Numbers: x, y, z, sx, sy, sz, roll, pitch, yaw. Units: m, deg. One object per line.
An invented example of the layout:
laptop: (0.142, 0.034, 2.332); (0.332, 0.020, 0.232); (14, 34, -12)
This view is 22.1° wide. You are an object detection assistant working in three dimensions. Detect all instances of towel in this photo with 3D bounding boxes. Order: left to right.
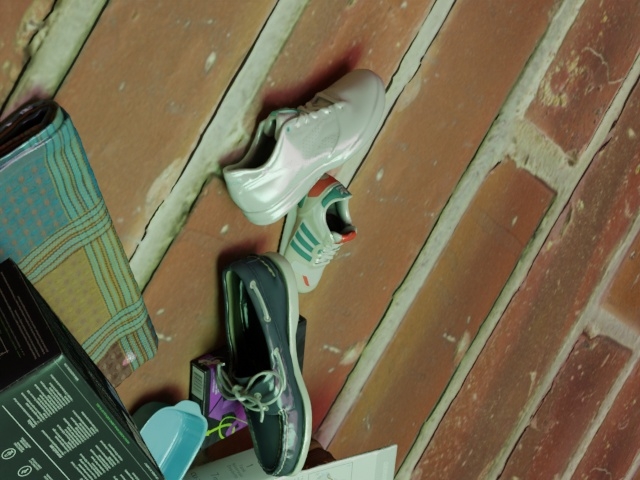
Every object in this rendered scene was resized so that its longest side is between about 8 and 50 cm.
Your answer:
towel: (-0.292, 0.071, 1.549); (0.271, 0.040, 0.370); (-42, 143, -22)

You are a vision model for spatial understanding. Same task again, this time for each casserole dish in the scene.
casserole dish: (-0.198, 0.252, 1.808); (0.114, 0.037, 0.188); (25, 95, -56)

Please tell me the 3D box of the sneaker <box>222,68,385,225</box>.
sneaker: (-0.017, -0.117, 1.729); (0.212, 0.080, 0.094); (-48, 133, -14)

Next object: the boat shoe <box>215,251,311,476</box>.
boat shoe: (-0.065, 0.141, 1.794); (0.079, 0.095, 0.255); (-13, 106, -44)

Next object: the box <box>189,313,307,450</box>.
box: (-0.083, 0.161, 1.890); (0.162, 0.029, 0.116); (-27, 135, -39)

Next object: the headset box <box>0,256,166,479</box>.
headset box: (-0.322, 0.195, 1.460); (0.283, 0.131, 0.246); (-33, 141, -4)

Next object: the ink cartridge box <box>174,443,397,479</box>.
ink cartridge box: (-0.046, 0.367, 1.977); (0.261, 0.066, 0.296); (-15, 131, -24)

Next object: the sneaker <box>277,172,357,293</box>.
sneaker: (0.000, 0.000, 1.830); (0.057, 0.075, 0.161); (-22, 131, -41)

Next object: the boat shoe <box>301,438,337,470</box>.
boat shoe: (-0.047, 0.313, 2.024); (0.178, 0.060, 0.064); (-33, 138, -33)
